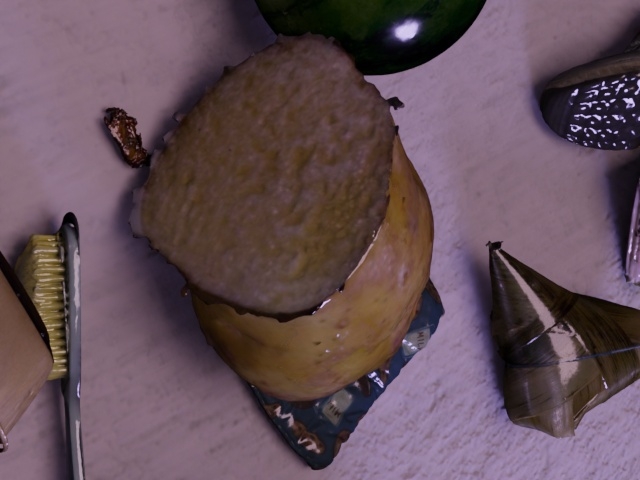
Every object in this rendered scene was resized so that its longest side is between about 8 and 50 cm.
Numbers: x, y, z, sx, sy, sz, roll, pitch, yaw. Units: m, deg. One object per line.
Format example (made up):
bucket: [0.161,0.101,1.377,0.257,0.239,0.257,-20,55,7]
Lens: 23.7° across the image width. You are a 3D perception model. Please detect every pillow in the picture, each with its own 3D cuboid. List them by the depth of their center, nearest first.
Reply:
pillow: [0.023,0.094,1.587,0.255,0.034,0.189,-48,121,-28]

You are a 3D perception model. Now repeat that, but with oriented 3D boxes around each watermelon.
watermelon: [0.048,-0.278,1.457,0.242,0.242,0.242,-2,94,-39]

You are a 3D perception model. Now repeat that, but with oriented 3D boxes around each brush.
brush: [-0.241,0.124,1.363,0.060,0.068,0.297,-4,97,-19]

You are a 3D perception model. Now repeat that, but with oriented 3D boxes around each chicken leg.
chicken leg: [-0.175,-0.089,1.423,0.083,0.021,0.036,53,47,-28]

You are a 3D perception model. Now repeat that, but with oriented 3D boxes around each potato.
potato: [0.000,0.000,1.431,0.289,0.301,0.237,-48,139,0]

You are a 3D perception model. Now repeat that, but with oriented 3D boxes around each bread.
bread: [-0.333,0.094,1.230,0.212,0.142,0.224,-43,118,-33]

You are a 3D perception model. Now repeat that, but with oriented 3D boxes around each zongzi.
zongzi: [0.289,0.076,1.747,0.221,0.112,0.242,-25,107,-34]

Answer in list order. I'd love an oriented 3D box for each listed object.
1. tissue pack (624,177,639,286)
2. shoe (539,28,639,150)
tissue pack: [0.473,-0.054,1.881,0.235,0.073,0.173,-31,136,-35]
shoe: [0.406,-0.216,1.817,0.336,0.171,0.132,-6,141,-15]
